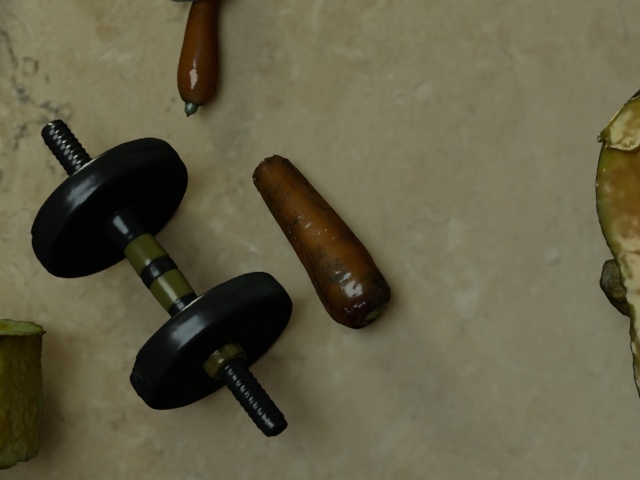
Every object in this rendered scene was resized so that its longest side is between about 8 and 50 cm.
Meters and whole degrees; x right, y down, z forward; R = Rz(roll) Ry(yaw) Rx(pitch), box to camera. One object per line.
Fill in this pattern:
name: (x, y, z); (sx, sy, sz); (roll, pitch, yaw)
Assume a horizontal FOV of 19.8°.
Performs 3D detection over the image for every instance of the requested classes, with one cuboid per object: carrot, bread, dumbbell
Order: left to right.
bread: (-0.353, 0.124, 1.490); (0.186, 0.257, 0.124); (-4, 85, 56)
dumbbell: (-0.128, 0.027, 1.468); (0.143, 0.143, 0.325); (-42, 71, 10)
carrot: (-0.099, -0.173, 1.548); (0.035, 0.035, 0.142); (4, 79, 21)
carrot: (0.000, 0.000, 1.478); (0.055, 0.055, 0.161); (-39, 64, 11)

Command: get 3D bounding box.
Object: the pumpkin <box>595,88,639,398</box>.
pumpkin: (0.295, 0.028, 1.301); (0.222, 0.139, 0.317); (-15, 85, 30)
